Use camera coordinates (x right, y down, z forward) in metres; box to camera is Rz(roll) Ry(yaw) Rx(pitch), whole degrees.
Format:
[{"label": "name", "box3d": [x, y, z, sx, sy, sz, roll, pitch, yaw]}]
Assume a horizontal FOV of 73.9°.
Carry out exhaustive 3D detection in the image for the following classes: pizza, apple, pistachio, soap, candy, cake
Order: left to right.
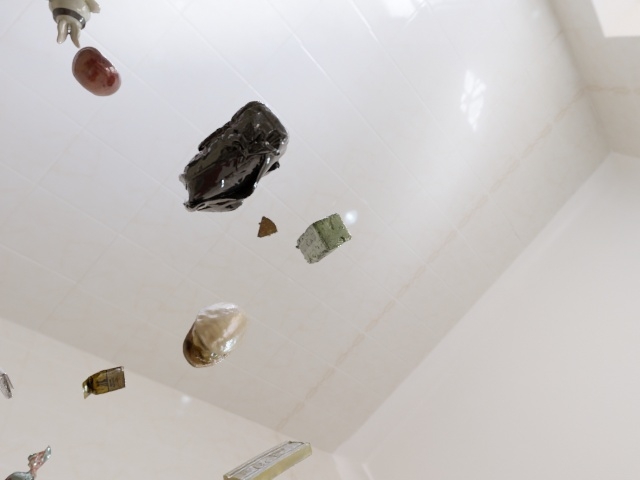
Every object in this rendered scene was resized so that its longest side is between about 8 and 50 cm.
[{"label": "candy", "box3d": [-0.624, 0.540, 0.816, 0.086, 0.059, 0.292, 111, 4, -51]}, {"label": "apple", "box3d": [-0.716, -0.534, 1.360, 0.120, 0.153, 0.153, -44, -148, -5]}, {"label": "pistachio", "box3d": [-0.360, 0.313, 1.472, 0.188, 0.187, 0.299, -39, 180, 17]}, {"label": "pizza", "box3d": [-0.193, -0.040, 1.492, 0.078, 0.025, 0.083, -43, -106, 6]}, {"label": "soap", "box3d": [-0.131, 0.584, 1.113, 0.092, 0.252, 0.036, -11, -97, 34]}, {"label": "cake", "box3d": [0.005, 0.000, 1.316, 0.099, 0.100, 0.235, -28, 174, -22]}]

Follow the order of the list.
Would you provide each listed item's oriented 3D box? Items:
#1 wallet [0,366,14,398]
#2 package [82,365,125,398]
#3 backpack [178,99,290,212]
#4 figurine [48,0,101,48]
[{"label": "wallet", "box3d": [-0.662, 0.279, 0.870, 0.122, 0.061, 0.025, 9, -157, 38]}, {"label": "package", "box3d": [-0.728, 0.477, 1.433, 0.047, 0.131, 0.070, 31, -54, 54]}, {"label": "backpack", "box3d": [-0.302, -0.263, 1.472, 0.446, 0.254, 0.363, -38, -174, -1]}, {"label": "figurine", "box3d": [-0.401, -0.387, 0.698, 0.098, 0.081, 0.146, -124, -140, -75]}]
